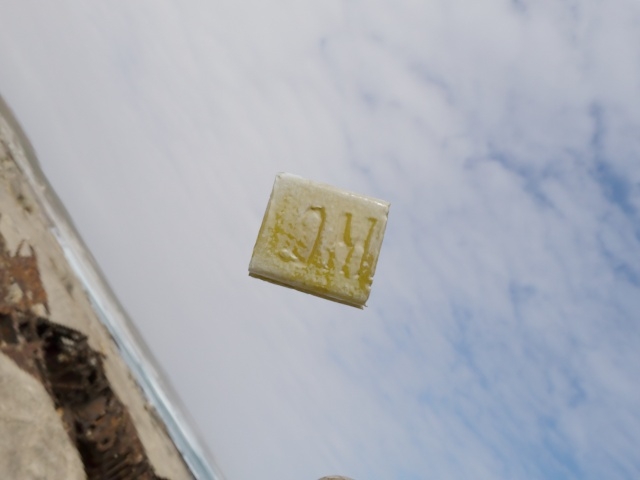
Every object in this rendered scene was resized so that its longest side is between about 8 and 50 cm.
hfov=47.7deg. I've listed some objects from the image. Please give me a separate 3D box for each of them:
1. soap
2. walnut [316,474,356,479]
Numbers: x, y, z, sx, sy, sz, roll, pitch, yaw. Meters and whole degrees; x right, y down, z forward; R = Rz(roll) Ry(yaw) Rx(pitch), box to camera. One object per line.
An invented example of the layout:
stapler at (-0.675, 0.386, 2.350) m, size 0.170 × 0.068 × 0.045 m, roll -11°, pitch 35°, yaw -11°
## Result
soap at (0.000, 0.000, 1.931) m, size 0.335 × 0.294 × 0.156 m, roll 17°, pitch -8°, yaw -1°
walnut at (0.062, 0.548, 1.187) m, size 0.296 × 0.285 × 0.285 m, roll 35°, pitch -4°, yaw -29°
